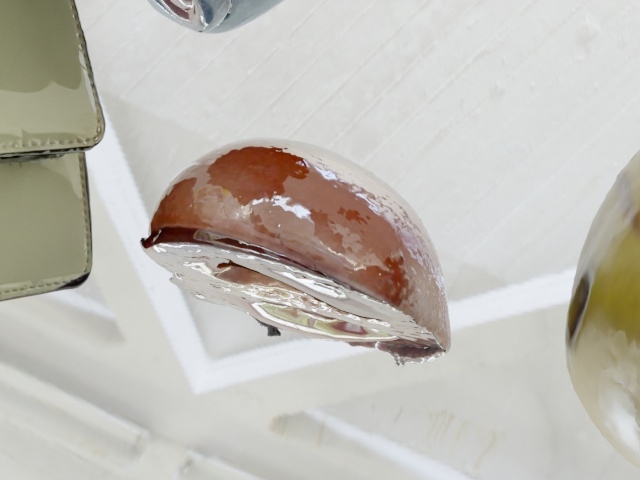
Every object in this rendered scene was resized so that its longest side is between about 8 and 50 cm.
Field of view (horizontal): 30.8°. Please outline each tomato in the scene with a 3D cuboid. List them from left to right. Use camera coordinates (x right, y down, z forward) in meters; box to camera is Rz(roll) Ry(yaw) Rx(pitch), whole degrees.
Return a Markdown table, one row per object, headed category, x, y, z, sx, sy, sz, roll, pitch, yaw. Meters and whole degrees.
| category | x | y | z | sx | sy | sz | roll | pitch | yaw |
| --- | --- | --- | --- | --- | --- | --- | --- | --- | --- |
| tomato | 0.000 | 0.000 | 0.751 | 0.199 | 0.228 | 0.112 | 17 | -103 | 7 |

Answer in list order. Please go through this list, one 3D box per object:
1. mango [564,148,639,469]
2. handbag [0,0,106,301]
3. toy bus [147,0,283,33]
| category | x | y | z | sx | sy | sz | roll | pitch | yaw |
| --- | --- | --- | --- | --- | --- | --- | --- | --- | --- |
| mango | 0.312 | -0.035 | 0.526 | 0.445 | 0.301 | 0.220 | -38 | -87 | 1 |
| handbag | -0.301 | -0.068 | 0.660 | 0.160 | 0.359 | 0.236 | -2 | -85 | 33 |
| toy bus | -0.092 | -0.295 | 0.742 | 0.232 | 0.197 | 0.294 | 36 | -21 | 28 |
